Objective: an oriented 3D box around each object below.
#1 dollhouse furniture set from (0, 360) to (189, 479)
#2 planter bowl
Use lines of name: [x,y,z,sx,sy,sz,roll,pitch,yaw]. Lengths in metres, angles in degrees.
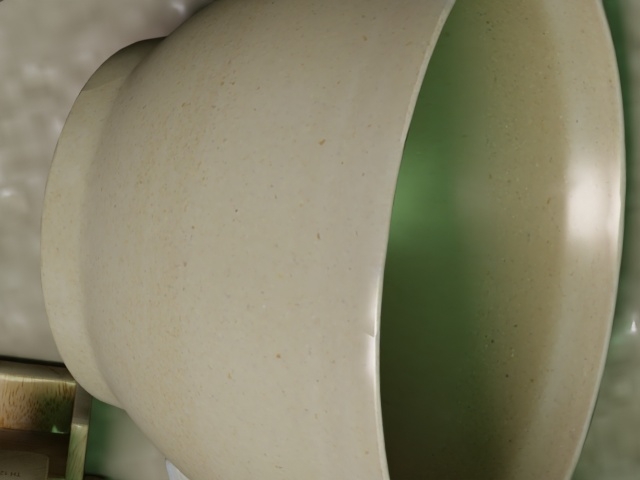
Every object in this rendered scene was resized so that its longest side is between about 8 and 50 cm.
dollhouse furniture set: [-0.040,0.124,0.525,0.161,0.182,0.101,7,114,-5]
planter bowl: [0.000,0.000,0.497,0.109,0.162,0.162,7,118,26]
